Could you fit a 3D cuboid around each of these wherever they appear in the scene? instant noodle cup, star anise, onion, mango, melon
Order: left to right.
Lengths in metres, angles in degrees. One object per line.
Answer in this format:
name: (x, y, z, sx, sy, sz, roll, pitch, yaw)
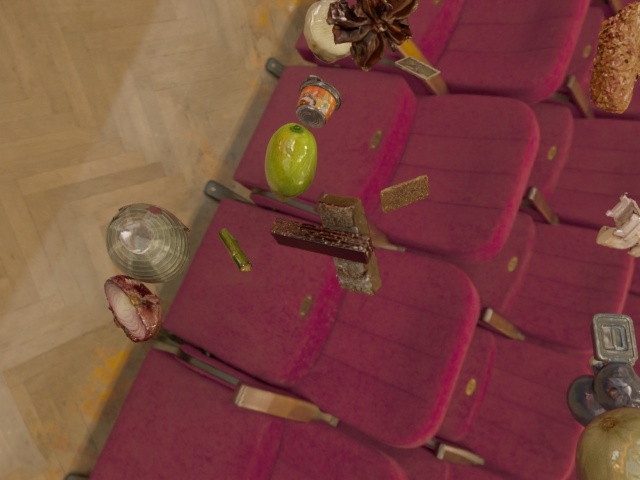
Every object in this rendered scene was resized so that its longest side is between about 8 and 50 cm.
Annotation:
onion: (-0.496, 0.180, 1.288, 0.098, 0.151, 0.206, -22, 72, -49)
mango: (-0.099, -0.224, 1.509, 0.156, 0.343, 0.192, 0, 67, -11)
instant noodle cup: (-0.021, -0.522, 1.859, 0.208, 0.178, 0.125, 44, 61, -44)
star anise: (0.097, -0.434, 0.898, 0.190, 0.126, 0.220, -36, 163, -29)
melon: (0.625, 0.463, 0.897, 0.308, 0.272, 0.271, 33, 76, -26)

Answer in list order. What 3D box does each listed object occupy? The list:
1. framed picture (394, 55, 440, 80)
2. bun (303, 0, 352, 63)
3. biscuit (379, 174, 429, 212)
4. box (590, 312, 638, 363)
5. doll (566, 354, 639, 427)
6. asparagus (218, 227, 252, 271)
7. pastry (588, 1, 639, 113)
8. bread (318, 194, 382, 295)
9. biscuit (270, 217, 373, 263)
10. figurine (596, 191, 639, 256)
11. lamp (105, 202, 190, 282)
framed picture: (0.221, -0.393, 1.085, 0.066, 0.089, 0.006, -35, 152, -36)
bun: (0.042, -0.829, 1.899, 0.239, 0.141, 0.239, -3, 100, -16)
biscuit: (0.378, -0.207, 2.125, 0.231, 0.025, 0.131, -21, 132, -5)
box: (0.590, 0.202, 0.967, 0.054, 0.074, 0.099, 63, 31, -62)
doll: (0.846, 0.463, 1.395, 0.154, 0.228, 0.258, -19, 146, -23)
asparagus: (-0.262, 0.029, 1.450, 0.045, 0.178, 0.041, -9, 134, -33)
pastry: (0.478, -0.293, 0.773, 0.087, 0.063, 0.169, -19, 116, -37)
bread: (0.119, 0.021, 1.865, 0.113, 0.165, 0.416, -44, 128, -41)
biscuit: (0.000, 0.000, 1.739, 0.107, 0.388, 0.073, 63, 44, -59)
figurine: (0.830, 0.002, 1.155, 0.144, 0.257, 0.182, -65, 173, 15)
lamp: (-0.519, 0.009, 1.437, 0.265, 0.233, 0.233, 25, 79, 0)
